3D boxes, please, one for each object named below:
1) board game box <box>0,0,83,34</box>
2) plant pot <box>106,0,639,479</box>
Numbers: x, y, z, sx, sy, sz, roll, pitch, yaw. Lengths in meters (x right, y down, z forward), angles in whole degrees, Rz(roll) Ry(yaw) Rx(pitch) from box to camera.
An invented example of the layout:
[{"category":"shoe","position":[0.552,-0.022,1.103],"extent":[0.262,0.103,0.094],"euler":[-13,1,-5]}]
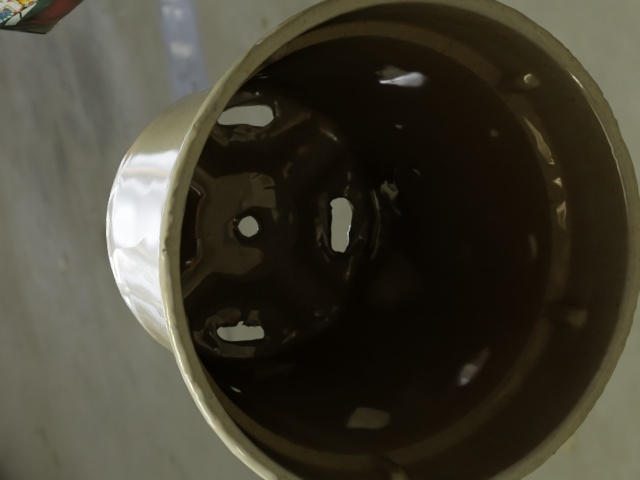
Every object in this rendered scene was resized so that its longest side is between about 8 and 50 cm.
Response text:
[{"category":"board game box","position":[-0.188,-0.212,1.216],"extent":[0.260,0.136,0.030],"euler":[-29,62,47]},{"category":"plant pot","position":[0.000,0.000,1.233],"extent":[0.305,0.334,0.333],"euler":[8,111,66]}]
